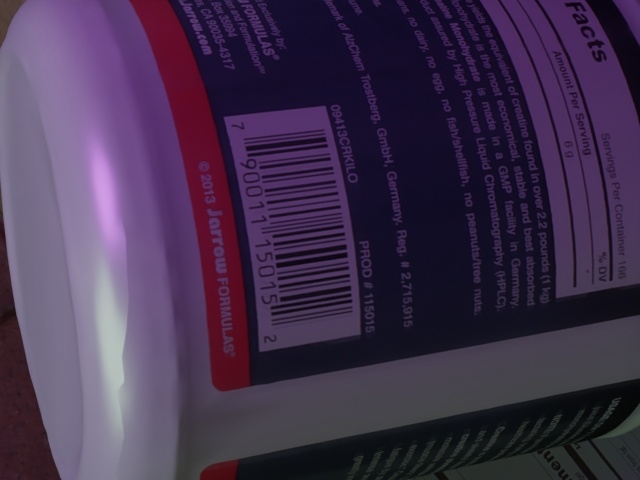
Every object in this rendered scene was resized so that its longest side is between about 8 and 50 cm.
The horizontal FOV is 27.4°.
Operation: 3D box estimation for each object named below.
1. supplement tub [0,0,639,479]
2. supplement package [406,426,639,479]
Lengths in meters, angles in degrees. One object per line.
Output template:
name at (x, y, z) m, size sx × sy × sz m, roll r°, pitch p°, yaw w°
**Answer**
supplement tub at (0.030, -0.009, 0.488) m, size 0.191 × 0.272 × 0.191 m, roll 172°, pitch 90°, yaw -70°
supplement package at (0.059, 0.108, 0.682) m, size 0.198 × 0.262 × 0.199 m, roll 51°, pitch 161°, yaw 13°
